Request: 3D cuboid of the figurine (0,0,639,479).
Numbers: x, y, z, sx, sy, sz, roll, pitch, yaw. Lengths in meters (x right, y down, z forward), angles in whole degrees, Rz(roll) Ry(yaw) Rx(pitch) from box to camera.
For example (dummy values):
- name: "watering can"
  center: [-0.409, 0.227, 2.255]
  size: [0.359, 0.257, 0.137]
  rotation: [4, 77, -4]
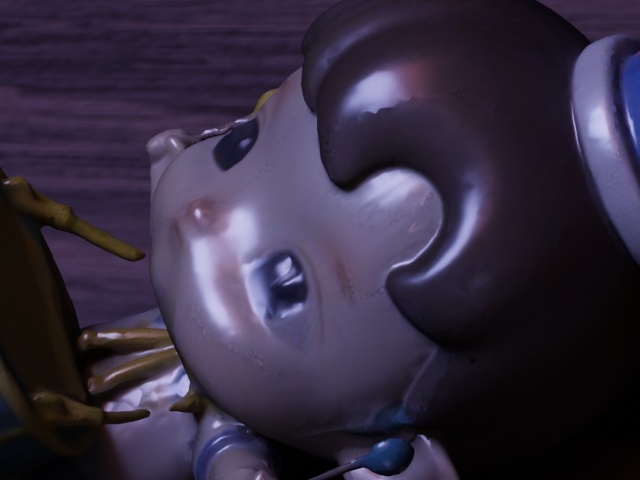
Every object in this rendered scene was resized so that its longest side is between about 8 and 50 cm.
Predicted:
- name: "figurine"
  center: [0.003, 0.005, 0.548]
  size: [0.275, 0.158, 0.161]
  rotation: [-24, 51, 3]
